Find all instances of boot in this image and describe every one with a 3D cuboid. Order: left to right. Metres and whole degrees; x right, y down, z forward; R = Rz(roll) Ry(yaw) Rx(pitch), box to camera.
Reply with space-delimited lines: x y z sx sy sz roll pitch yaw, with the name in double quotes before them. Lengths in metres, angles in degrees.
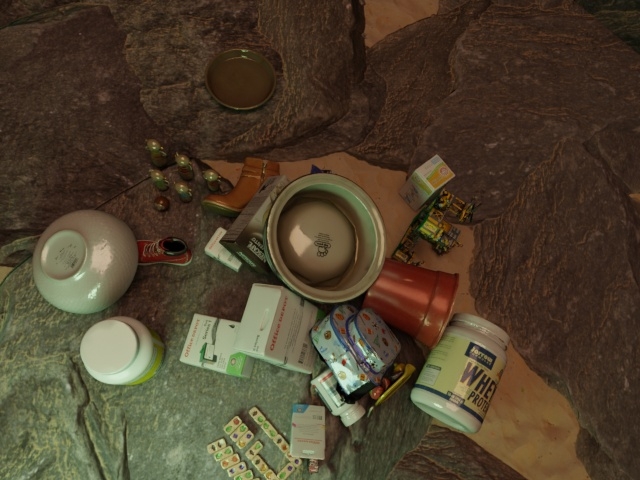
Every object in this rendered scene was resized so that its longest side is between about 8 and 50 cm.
"boot" -0.553 0.025 1.601 0.244 0.176 0.089 3 74 -6
"boot" -0.269 -0.194 1.725 0.283 0.109 0.220 6 78 -18

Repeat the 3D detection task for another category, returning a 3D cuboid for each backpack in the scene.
"backpack" 0.105 0.328 1.528 0.263 0.276 0.213 46 107 11

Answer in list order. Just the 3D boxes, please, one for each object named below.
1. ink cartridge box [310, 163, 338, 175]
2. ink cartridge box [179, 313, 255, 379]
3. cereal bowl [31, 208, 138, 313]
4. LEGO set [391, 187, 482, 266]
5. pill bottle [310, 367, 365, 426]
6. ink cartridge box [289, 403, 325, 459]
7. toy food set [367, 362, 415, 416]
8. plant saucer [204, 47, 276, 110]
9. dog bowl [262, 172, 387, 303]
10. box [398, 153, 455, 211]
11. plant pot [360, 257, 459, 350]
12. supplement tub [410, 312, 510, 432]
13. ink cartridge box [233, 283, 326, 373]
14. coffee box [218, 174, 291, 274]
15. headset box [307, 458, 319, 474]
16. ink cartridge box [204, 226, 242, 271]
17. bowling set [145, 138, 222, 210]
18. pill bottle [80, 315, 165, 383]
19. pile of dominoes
"ink cartridge box" 0.035 -0.129 1.727 0.045 0.224 0.223 -5 68 38
"ink cartridge box" -0.312 0.333 1.545 0.219 0.092 0.160 7 70 17
"cereal bowl" -0.758 0.056 1.530 0.338 0.141 0.339 -2 77 10
"LEGO set" 0.416 -0.011 1.697 0.192 0.331 0.255 34 51 1
"pill bottle" 0.061 0.499 1.578 0.108 0.108 0.180 -33 81 -16
"ink cartridge box" -0.040 0.602 1.507 0.104 0.062 0.181 8 35 -5
"toy food set" 0.212 0.472 1.607 0.218 0.128 0.071 -39 66 -13
"plant saucer" -0.310 -0.625 1.906 0.277 0.041 0.278 2 73 -8
"dog bowl" 0.000 0.000 1.553 0.407 0.150 0.408 5 79 -24
"box" 0.386 -0.207 1.791 0.114 0.203 0.103 -36 81 -17
"plant pot" 0.289 0.191 1.640 0.265 0.272 0.273 21 71 8
"supplement tub" 0.461 0.425 1.590 0.235 0.235 0.325 30 72 2
"ink cartridge box" -0.117 0.277 1.520 0.121 0.289 0.211 3 68 31
"coffee box" -0.176 -0.054 1.640 0.168 0.118 0.297 46 65 -29
"headset box" -0.023 0.689 1.532 0.032 0.062 0.083 6 73 -6
"ink cartridge box" -0.317 0.032 1.694 0.135 0.056 0.099 30 71 1
"bowling set" -0.502 -0.200 1.688 0.286 0.154 0.200 22 71 -1
"pill bottle" -0.572 0.322 1.422 0.187 0.334 0.188 2 72 -7
"pile of dominoes" -0.207 0.668 1.524 0.196 0.040 0.251 -41 82 -17
